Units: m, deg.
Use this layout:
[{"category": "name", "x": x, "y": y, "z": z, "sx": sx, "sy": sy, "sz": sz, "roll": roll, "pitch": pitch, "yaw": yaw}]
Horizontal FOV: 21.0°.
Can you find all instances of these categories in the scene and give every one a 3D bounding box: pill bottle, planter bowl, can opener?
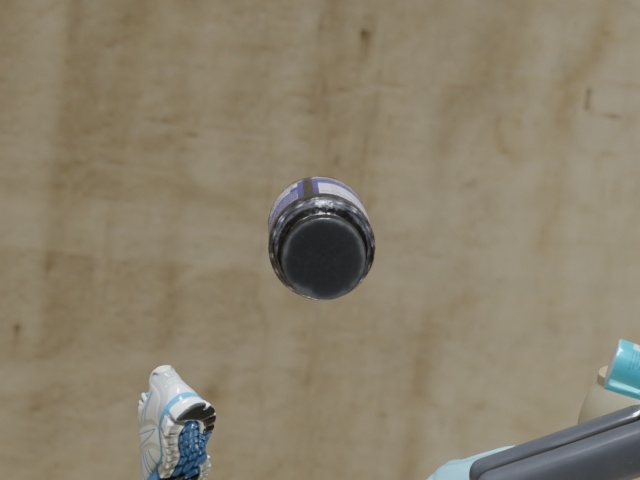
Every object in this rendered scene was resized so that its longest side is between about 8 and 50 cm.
[{"category": "pill bottle", "x": 0.000, "y": 0.000, "z": 1.990, "sx": 0.219, "sy": 0.123, "sz": 0.122, "roll": -97, "pitch": 13, "yaw": -79}, {"category": "planter bowl", "x": 0.404, "y": 0.216, "z": 2.200, "sx": 0.162, "sy": 0.162, "sz": 0.109, "roll": -53, "pitch": -40, "yaw": -77}, {"category": "can opener", "x": 0.258, "y": 0.148, "z": 1.461, "sx": 0.076, "sy": 0.283, "sz": 0.095, "roll": -118, "pitch": 9, "yaw": -79}]

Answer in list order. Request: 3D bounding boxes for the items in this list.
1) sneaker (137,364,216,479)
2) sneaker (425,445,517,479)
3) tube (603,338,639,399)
[{"category": "sneaker", "x": -0.153, "y": 0.193, "z": 1.737, "sx": 0.083, "sy": 0.071, "sz": 0.190, "roll": 54, "pitch": 146, "yaw": 30}, {"category": "sneaker", "x": 0.234, "y": 0.271, "z": 1.842, "sx": 0.135, "sy": 0.366, "sz": 0.150, "roll": 52, "pitch": -126, "yaw": -26}, {"category": "tube", "x": 0.384, "y": 0.153, "z": 1.693, "sx": 0.080, "sy": 0.207, "sz": 0.052, "roll": -61, "pitch": -13, "yaw": -55}]
